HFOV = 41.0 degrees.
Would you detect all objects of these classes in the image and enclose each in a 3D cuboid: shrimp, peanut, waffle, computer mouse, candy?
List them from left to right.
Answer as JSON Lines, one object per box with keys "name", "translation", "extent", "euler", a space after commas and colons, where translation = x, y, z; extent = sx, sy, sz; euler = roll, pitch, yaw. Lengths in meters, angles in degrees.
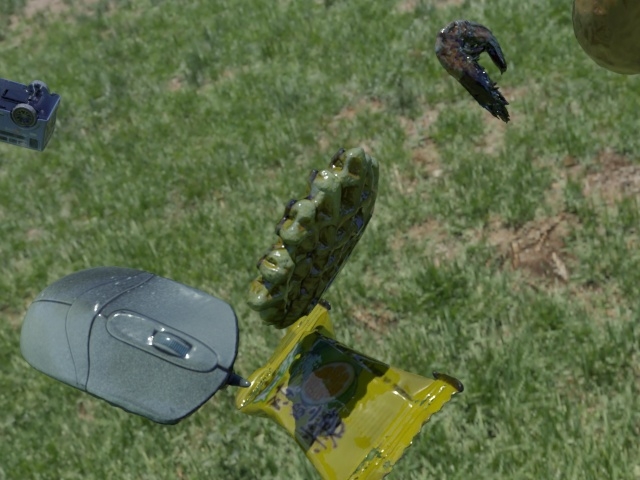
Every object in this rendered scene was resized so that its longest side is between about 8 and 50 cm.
{"name": "computer mouse", "translation": [-0.160, 0.077, 0.689], "extent": [0.229, 0.068, 0.113], "euler": [11, 62, 27]}
{"name": "waffle", "translation": [0.002, 0.001, 0.941], "extent": [0.054, 0.204, 0.223], "euler": [31, 82, 18]}
{"name": "candy", "translation": [0.014, 0.176, 1.003], "extent": [0.187, 0.081, 0.297], "euler": [-48, 33, -14]}
{"name": "shrimp", "translation": [0.225, -0.236, 1.179], "extent": [0.091, 0.161, 0.034], "euler": [-42, 12, -11]}
{"name": "peanut", "translation": [0.269, -0.284, 0.795], "extent": [0.101, 0.263, 0.117], "euler": [-22, 9, -18]}

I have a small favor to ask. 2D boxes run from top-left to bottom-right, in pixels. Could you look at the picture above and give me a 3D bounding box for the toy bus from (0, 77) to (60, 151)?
{"name": "toy bus", "translation": [-0.427, -0.172, 1.098], "extent": [0.167, 0.076, 0.073], "euler": [15, 40, -8]}
